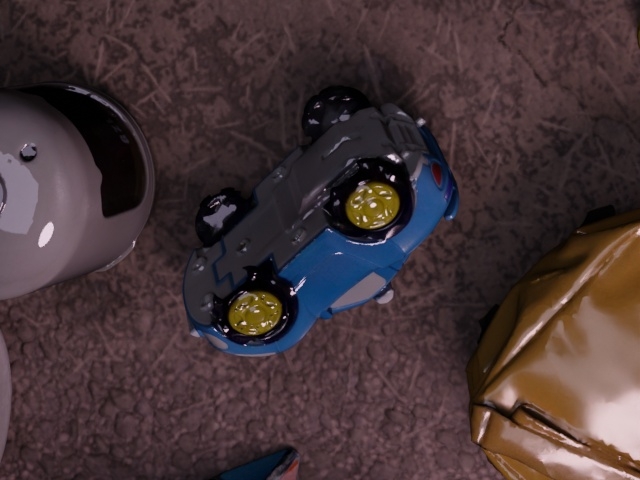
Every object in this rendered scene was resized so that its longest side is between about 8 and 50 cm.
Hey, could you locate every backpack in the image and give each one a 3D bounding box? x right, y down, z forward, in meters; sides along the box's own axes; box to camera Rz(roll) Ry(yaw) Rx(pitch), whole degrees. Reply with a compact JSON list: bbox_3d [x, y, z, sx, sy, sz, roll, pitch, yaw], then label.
[{"bbox_3d":[0.327,0.164,1.769,0.353,0.201,0.378,-40,90,13],"label":"backpack"}]

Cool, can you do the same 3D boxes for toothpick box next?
[{"bbox_3d":[-0.310,-0.043,1.806,0.229,0.316,0.229,1,97,11],"label":"toothpick box"}]

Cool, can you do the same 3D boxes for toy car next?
[{"bbox_3d":[0.000,0.000,1.835,0.314,0.198,0.166,-43,119,13],"label":"toy car"}]

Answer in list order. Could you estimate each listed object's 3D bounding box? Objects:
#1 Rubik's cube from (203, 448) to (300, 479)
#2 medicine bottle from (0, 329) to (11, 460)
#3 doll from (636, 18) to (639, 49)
[{"bbox_3d":[-0.142,0.365,1.906,0.229,0.228,0.233,5,142,-26],"label":"Rubik's cube"},{"bbox_3d":[-0.515,0.165,1.920,0.339,0.208,0.208,3,96,10],"label":"medicine bottle"},{"bbox_3d":[0.370,-0.228,1.779,0.137,0.097,0.209,-18,98,6],"label":"doll"}]
